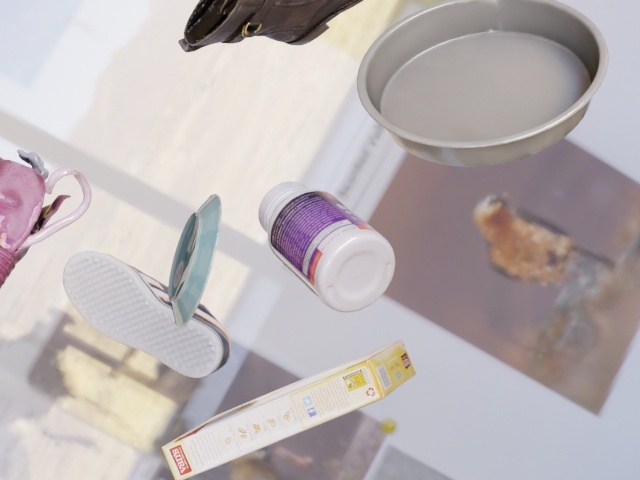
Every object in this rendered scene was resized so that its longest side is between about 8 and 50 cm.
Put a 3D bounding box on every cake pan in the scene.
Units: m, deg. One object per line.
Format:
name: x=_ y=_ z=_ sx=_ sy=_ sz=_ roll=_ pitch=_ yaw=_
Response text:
cake pan: x=0.191 y=-0.188 z=1.508 sx=0.054 sy=0.293 sz=0.293 roll=75 pitch=-152 yaw=-42

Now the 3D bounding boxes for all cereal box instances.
cereal box: x=-0.029 y=0.176 z=1.345 sx=0.240 sy=0.047 sz=0.173 roll=-23 pitch=-3 yaw=14

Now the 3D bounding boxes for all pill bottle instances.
pill bottle: x=0.000 y=0.000 z=1.591 sx=0.108 sy=0.108 sz=0.193 roll=-59 pitch=40 yaw=9

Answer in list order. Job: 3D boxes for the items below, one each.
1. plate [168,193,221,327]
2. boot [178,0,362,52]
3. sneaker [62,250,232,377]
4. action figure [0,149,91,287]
plate: x=-0.175 y=0.025 z=1.727 sx=0.188 sy=0.024 sz=0.188 roll=-164 pitch=90 yaw=-72
boot: x=-0.043 y=-0.333 z=1.670 sx=0.263 sy=0.091 sz=0.229 roll=-46 pitch=-20 yaw=31
sneaker: x=-0.295 y=0.130 z=2.201 sx=0.126 sy=0.321 sz=0.127 roll=-57 pitch=-12 yaw=8
action figure: x=-0.587 y=0.036 z=2.309 sx=0.370 sy=0.276 sz=0.248 roll=-65 pitch=-28 yaw=-23
